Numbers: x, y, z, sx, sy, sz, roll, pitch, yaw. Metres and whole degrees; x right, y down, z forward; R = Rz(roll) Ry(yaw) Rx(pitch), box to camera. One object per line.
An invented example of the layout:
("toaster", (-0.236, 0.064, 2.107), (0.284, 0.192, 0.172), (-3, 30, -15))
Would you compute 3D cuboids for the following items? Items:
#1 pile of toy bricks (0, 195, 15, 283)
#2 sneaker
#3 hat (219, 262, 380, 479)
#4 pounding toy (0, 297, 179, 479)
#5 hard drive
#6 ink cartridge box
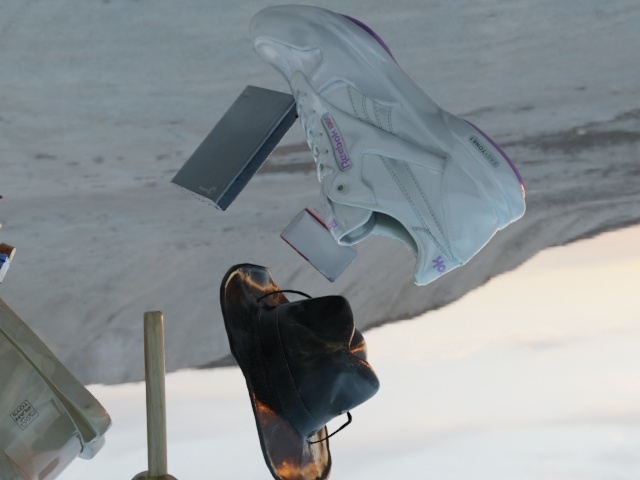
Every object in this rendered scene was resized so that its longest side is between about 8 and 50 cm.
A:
("pile of toy bricks", (-0.399, -0.009, 0.964), (0.118, 0.105, 0.212), (22, 154, -6))
("sneaker", (0.028, -0.091, 0.737), (0.152, 0.305, 0.114), (-45, 163, -6))
("hat", (0.001, 0.155, 1.069), (0.133, 0.331, 0.331), (-18, 178, 12))
("pounding toy", (-0.204, 0.097, 0.600), (0.155, 0.269, 0.154), (-47, -163, -31))
("hard drive", (-0.085, -0.096, 0.852), (0.094, 0.135, 0.022), (23, 163, 49))
("ink cartridge box", (0.000, 0.000, 1.190), (0.056, 0.099, 0.135), (-49, -177, 5))
